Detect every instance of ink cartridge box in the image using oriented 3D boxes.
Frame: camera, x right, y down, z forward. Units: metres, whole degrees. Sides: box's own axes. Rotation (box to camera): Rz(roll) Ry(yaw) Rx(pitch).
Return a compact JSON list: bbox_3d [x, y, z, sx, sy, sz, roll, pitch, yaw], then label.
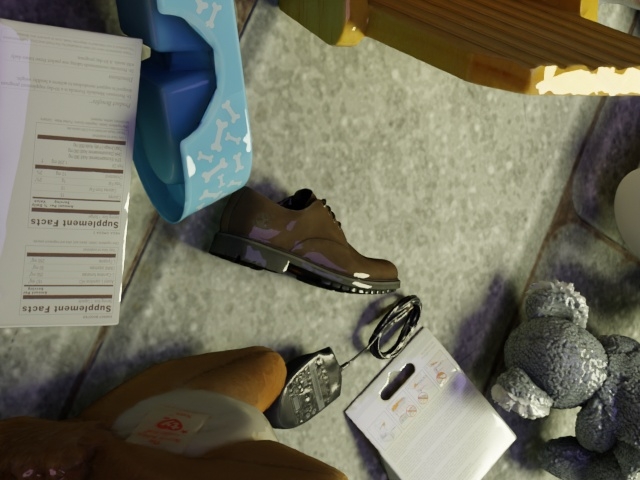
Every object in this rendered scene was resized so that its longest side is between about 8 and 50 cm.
[{"bbox_3d":[0.120,0.211,1.479,0.145,0.045,0.179,-45,102,-21],"label":"ink cartridge box"}]

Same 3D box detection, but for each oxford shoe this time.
[{"bbox_3d":[0.000,0.000,1.322,0.227,0.083,0.096,20,81,-37],"label":"oxford shoe"}]

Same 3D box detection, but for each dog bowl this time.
[{"bbox_3d":[-0.126,-0.164,1.132,0.074,0.166,0.297,-17,114,-21],"label":"dog bowl"}]

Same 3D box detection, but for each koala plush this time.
[{"bbox_3d":[0.307,0.160,1.517,0.221,0.203,0.196,35,69,-17],"label":"koala plush"}]

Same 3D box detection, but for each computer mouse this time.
[{"bbox_3d":[0.021,0.124,1.389,0.242,0.041,0.071,-31,123,-36],"label":"computer mouse"}]

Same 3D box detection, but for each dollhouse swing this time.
[{"bbox_3d":[0.185,-0.305,1.270,0.346,0.305,0.315,-4,100,-35],"label":"dollhouse swing"}]

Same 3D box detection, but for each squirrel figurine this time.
[{"bbox_3d":[-0.166,0.336,1.182,0.397,0.281,0.370,-7,112,-21],"label":"squirrel figurine"}]

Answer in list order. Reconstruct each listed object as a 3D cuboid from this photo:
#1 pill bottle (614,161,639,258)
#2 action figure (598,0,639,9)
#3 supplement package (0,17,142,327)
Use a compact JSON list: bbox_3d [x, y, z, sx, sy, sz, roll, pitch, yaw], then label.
[{"bbox_3d":[0.523,-0.072,1.627,0.323,0.181,0.182,-19,108,-32],"label":"pill bottle"},{"bbox_3d":[0.470,-0.291,1.515,0.248,0.275,0.370,-54,137,-10],"label":"action figure"},{"bbox_3d":[-0.248,-0.057,1.095,0.134,0.139,0.244,2,95,-38],"label":"supplement package"}]
